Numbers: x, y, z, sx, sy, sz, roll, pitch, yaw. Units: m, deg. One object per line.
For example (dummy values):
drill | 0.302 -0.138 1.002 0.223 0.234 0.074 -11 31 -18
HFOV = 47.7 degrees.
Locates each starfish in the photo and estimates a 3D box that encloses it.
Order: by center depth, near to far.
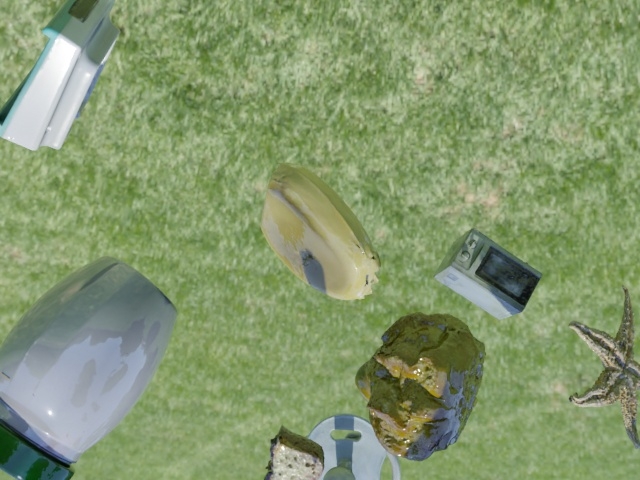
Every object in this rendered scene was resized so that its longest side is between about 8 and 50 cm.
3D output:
starfish | 0.523 0.214 1.293 0.231 0.295 0.048 16 163 -32

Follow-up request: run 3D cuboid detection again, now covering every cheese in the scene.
cheese | 0.000 0.000 1.551 0.316 0.128 0.260 42 152 15

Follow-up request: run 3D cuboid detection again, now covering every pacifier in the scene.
pacifier | 0.067 0.569 1.728 0.238 0.288 0.226 4 178 11

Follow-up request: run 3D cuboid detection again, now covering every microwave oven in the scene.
microwave oven | 0.406 0.080 1.762 0.205 0.129 0.163 33 166 0

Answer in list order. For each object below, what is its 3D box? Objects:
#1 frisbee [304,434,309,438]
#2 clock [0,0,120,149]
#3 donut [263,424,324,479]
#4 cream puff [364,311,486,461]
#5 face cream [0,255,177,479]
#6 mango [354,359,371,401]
frisbee | -0.046 0.574 2.087 0.110 0.014 0.110 -25 167 -6
clock | -0.434 -0.301 1.252 0.116 0.262 0.231 30 121 -22
donut | -0.055 0.468 1.557 0.126 0.144 0.187 21 120 2
cream puff | 0.172 0.234 1.185 0.196 0.244 0.244 47 161 22
face cream | -0.407 0.215 1.209 0.219 0.357 0.312 31 160 9
mango | 0.183 0.296 1.471 0.220 0.120 0.152 -11 112 20
